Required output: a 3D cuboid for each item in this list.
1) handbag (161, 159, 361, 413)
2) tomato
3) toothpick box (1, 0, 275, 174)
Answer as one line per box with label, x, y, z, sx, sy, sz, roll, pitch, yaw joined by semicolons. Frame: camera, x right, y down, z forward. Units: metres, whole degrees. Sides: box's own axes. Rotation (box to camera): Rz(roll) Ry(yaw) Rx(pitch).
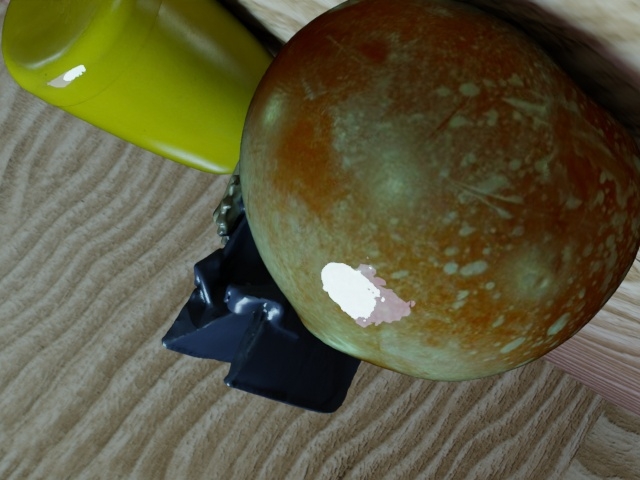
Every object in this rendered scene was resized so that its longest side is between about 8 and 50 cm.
handbag;0.000;0.000;0.920;0.122;0.303;0.329;27;176;19
tomato;0.066;-0.024;0.640;0.270;0.223;0.270;32;174;4
toothpick box;-0.153;-0.172;0.947;0.175;0.175;0.271;29;180;42
